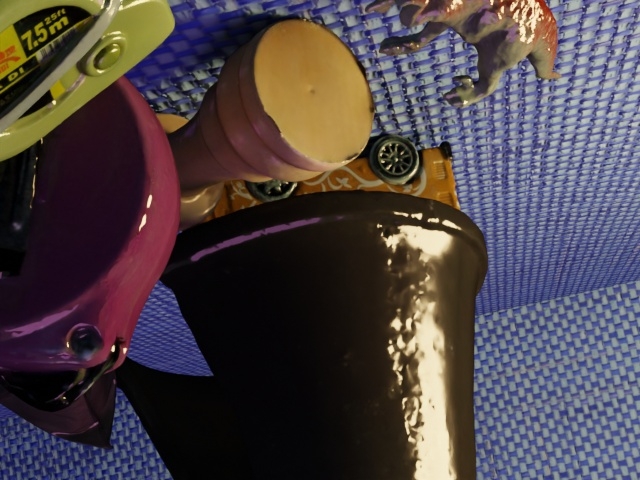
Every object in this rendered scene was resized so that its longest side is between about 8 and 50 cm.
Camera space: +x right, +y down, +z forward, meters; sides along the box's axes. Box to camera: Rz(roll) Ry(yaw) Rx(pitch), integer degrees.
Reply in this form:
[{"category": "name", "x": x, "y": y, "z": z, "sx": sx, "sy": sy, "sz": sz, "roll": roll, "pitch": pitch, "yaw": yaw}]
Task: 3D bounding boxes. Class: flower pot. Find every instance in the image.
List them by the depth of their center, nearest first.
[{"category": "flower pot", "x": 0.007, "y": 0.153, "z": 1.042, "sx": 0.379, "sy": 0.251, "sz": 0.379, "roll": -13, "pitch": 152, "yaw": -7}]

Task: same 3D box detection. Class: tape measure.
[{"category": "tape measure", "x": -0.175, "y": -0.114, "z": 0.643, "sx": 0.177, "sy": 0.087, "sz": 0.154, "roll": -43, "pitch": 164, "yaw": -10}, {"category": "tape measure", "x": -0.211, "y": -0.016, "z": 0.773, "sx": 0.231, "sy": 0.245, "sz": 0.149, "roll": 4, "pitch": 169, "yaw": 5}]

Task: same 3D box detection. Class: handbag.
[{"category": "handbag", "x": -0.265, "y": 0.051, "z": 1.020, "sx": 0.117, "sy": 0.270, "sz": 0.182, "roll": -35, "pitch": 157, "yaw": -20}]

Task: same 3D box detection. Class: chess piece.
[{"category": "chess piece", "x": -0.130, "y": -0.057, "z": 0.991, "sx": 0.117, "sy": 0.117, "sz": 0.397, "roll": 0, "pitch": 165, "yaw": -42}]

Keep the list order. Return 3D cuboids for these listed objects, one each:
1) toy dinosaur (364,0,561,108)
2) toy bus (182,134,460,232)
[{"category": "toy dinosaur", "x": 0.126, "y": -0.148, "z": 0.811, "sx": 0.242, "sy": 0.053, "sz": 0.167, "roll": 10, "pitch": 151, "yaw": -41}, {"category": "toy bus", "x": 0.000, "y": 0.000, "z": 1.207, "sx": 0.275, "sy": 0.167, "sz": 0.138, "roll": -8, "pitch": 167, "yaw": -12}]
